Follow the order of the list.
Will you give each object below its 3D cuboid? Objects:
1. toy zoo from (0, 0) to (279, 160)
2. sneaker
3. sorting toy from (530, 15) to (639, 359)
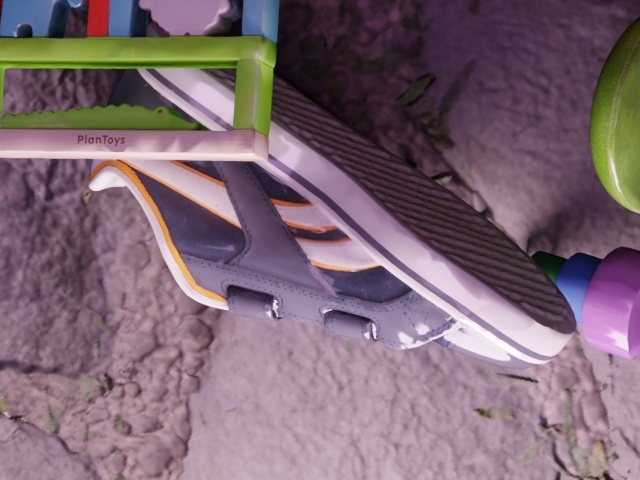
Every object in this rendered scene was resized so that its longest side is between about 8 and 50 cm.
[{"bbox_3d":[-0.115,-0.194,1.155,0.192,0.030,0.293,1,84,18],"label":"toy zoo"},{"bbox_3d":[0.000,0.000,1.192,0.321,0.126,0.127,36,109,14],"label":"sneaker"},{"bbox_3d":[0.162,-0.114,1.158,0.126,0.127,0.365,19,116,36],"label":"sorting toy"}]
